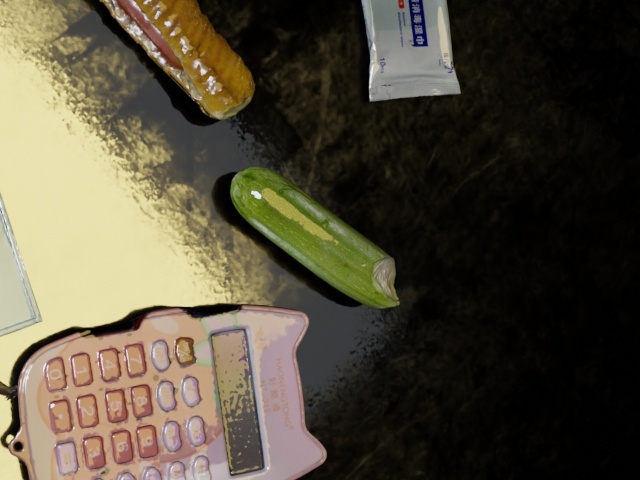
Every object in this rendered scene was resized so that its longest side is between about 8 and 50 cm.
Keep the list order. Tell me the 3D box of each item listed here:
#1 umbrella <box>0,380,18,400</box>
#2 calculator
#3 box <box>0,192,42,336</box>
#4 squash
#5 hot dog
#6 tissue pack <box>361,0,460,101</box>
[{"bbox_3d":[-0.337,0.136,1.102,0.083,0.020,0.031,29,77,-26],"label":"umbrella"},{"bbox_3d":[-0.159,0.180,1.166,0.329,0.048,0.220,-8,93,-24],"label":"calculator"},{"bbox_3d":[-0.365,-0.009,1.056,0.129,0.086,0.225,-19,96,-25],"label":"box"},{"bbox_3d":[0.000,0.000,1.231,0.239,0.069,0.069,37,74,-18],"label":"squash"},{"bbox_3d":[-0.171,-0.248,1.164,0.289,0.068,0.083,49,63,-14],"label":"hot dog"},{"bbox_3d":[0.099,-0.262,1.307,0.122,0.026,0.193,-8,92,-25],"label":"tissue pack"}]
